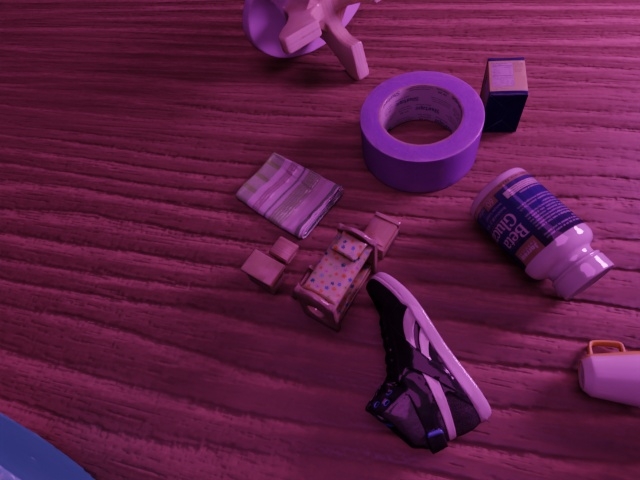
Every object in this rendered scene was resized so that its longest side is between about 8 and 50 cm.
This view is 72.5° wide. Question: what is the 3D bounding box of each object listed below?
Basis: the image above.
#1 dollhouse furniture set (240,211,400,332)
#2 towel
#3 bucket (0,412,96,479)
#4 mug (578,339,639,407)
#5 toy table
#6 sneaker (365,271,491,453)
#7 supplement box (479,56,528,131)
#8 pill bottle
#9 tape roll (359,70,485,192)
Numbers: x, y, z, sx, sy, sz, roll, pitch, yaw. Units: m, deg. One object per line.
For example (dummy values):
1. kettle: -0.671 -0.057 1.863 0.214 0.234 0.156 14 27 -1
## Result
1. dollhouse furniture set: 0.000 0.000 0.611 0.160 0.101 0.182 27 69 19
2. towel: -0.054 -0.079 0.715 0.152 0.023 0.113 32 70 24
3. bucket: -0.346 0.293 0.419 0.281 0.281 0.183 24 60 21
4. mug: 0.336 0.155 0.505 0.064 0.078 0.062 -1 93 19
5. toy table: 0.007 -0.428 0.788 0.274 0.252 0.161 -44 47 -3
6. sneaker: 0.090 0.147 0.530 0.121 0.079 0.217 -31 62 -9
7. supplement box: 0.294 -0.235 0.706 0.056 0.083 0.083 3 62 11
8. pill bottle: 0.288 -0.009 0.575 0.094 0.094 0.169 -30 60 -8
9. tape roll: 0.159 -0.175 0.700 0.188 0.080 0.189 -5 60 8
